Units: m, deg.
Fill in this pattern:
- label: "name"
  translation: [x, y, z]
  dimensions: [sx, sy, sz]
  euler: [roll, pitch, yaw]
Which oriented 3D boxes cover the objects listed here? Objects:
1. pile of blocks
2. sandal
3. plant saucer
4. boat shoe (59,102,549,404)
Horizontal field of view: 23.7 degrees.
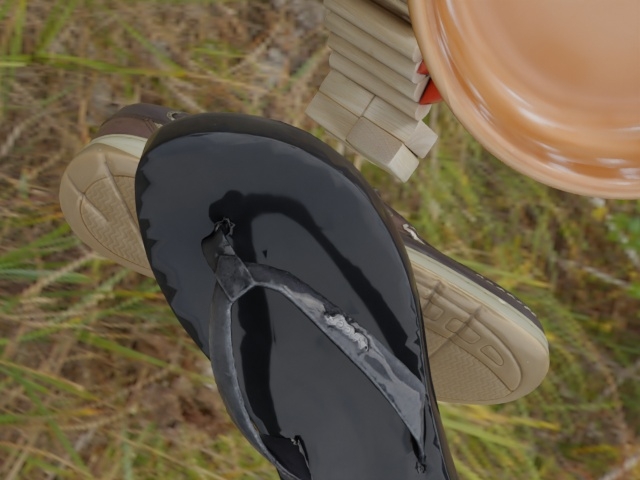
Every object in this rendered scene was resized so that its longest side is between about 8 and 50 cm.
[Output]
- label: "pile of blocks"
  translation: [0.081, -0.181, 1.038]
  dimensions: [0.149, 0.112, 0.362]
  euler: [-38, 150, -31]
- label: "sandal"
  translation: [0.005, 0.063, 0.614]
  dimensions: [0.097, 0.054, 0.254]
  euler: [-20, 107, 16]
- label: "plant saucer"
  translation: [0.125, -0.114, 0.575]
  dimensions: [0.200, 0.037, 0.200]
  euler: [-4, 113, -11]
- label: "boat shoe"
  translation: [0.000, 0.000, 0.850]
  dimensions: [0.285, 0.103, 0.092]
  euler: [22, 45, -4]
